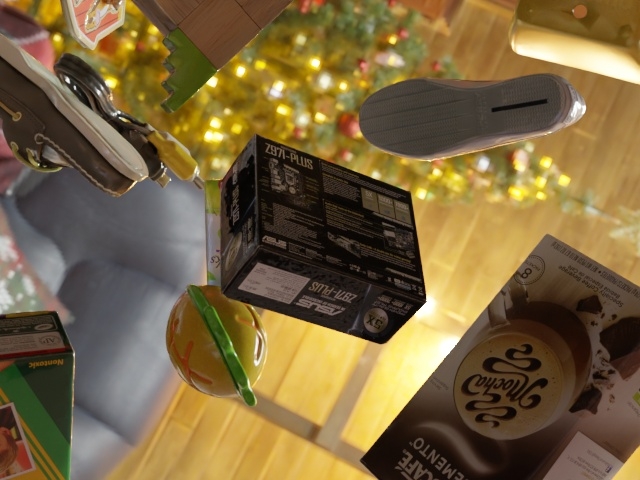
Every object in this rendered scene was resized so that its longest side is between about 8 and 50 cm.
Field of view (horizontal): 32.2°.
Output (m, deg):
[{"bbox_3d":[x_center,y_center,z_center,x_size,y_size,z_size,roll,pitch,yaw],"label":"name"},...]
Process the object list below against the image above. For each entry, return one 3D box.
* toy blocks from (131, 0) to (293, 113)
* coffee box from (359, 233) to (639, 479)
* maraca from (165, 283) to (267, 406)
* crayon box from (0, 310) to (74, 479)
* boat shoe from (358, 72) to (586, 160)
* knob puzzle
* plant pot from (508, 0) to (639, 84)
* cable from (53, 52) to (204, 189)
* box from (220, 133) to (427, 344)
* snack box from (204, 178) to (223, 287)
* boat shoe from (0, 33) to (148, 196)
[{"bbox_3d":[-0.075,-0.327,0.900,0.381,0.261,0.191,-45,-167,-6],"label":"toy blocks"},{"bbox_3d":[0.204,0.165,1.073,0.297,0.168,0.119,-50,133,-3],"label":"coffee box"},{"bbox_3d":[-0.101,0.104,1.104,0.099,0.127,0.185,-29,-169,-10],"label":"maraca"},{"bbox_3d":[-0.450,0.246,1.162,0.106,0.363,0.313,-133,-136,-55],"label":"crayon box"},{"bbox_3d":[0.149,-0.117,1.093,0.076,0.226,0.083,7,86,-57],"label":"boat shoe"},{"bbox_3d":[-0.251,-0.312,1.280,0.213,0.030,0.213,14,90,-83],"label":"knob puzzle"},{"bbox_3d":[0.334,-0.308,1.312,0.187,0.212,0.212,-15,121,-68],"label":"plant pot"},{"bbox_3d":[-0.260,-0.166,1.461,0.072,0.139,0.287,-49,138,-13],"label":"cable"},{"bbox_3d":[0.000,0.000,1.054,0.077,0.180,0.147,-50,-148,39],"label":"box"},{"bbox_3d":[-0.080,0.000,1.268,0.037,0.100,0.141,-45,134,-85],"label":"snack box"},{"bbox_3d":[-0.302,-0.128,1.217,0.091,0.305,0.109,-51,148,1],"label":"boat shoe"}]
